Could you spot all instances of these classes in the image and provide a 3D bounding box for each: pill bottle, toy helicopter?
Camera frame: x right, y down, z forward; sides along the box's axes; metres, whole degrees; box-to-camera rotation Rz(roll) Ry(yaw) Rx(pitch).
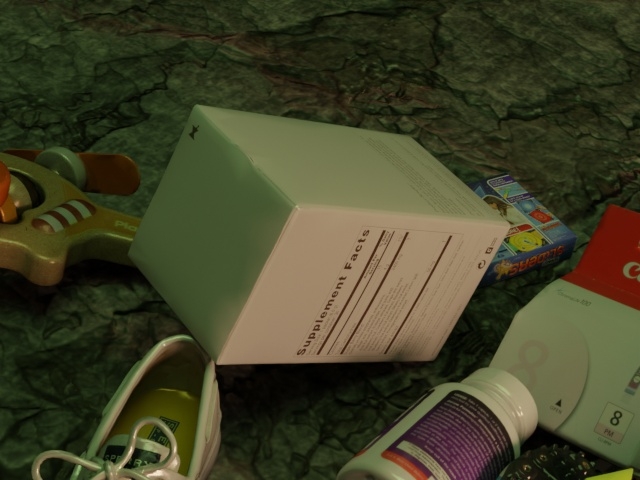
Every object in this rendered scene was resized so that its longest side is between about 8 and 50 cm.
[{"bbox_3d":[0.110,0.194,1.204,0.108,0.108,0.193,31,43,26],"label":"pill bottle"},{"bbox_3d":[-0.248,-0.020,1.422,0.355,0.140,0.235,16,28,-8],"label":"toy helicopter"}]

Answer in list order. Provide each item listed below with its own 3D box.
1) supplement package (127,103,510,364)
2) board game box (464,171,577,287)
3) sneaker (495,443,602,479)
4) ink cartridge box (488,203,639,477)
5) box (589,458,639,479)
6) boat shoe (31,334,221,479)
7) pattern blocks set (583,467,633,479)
[{"bbox_3d":[0.000,0.000,1.300,0.293,0.175,0.177,4,32,-44],"label":"supplement package"},{"bbox_3d":[0.169,-0.007,1.530,0.201,0.035,0.136,-16,44,-28],"label":"board game box"},{"bbox_3d":[0.156,0.256,1.144,0.085,0.086,0.237,43,51,13],"label":"sneaker"},{"bbox_3d":[0.276,0.081,1.270,0.066,0.232,0.189,26,-1,-43],"label":"ink cartridge box"},{"bbox_3d":[0.309,0.240,1.242,0.207,0.036,0.114,-14,43,-26],"label":"box"},{"bbox_3d":[-0.156,0.205,1.097,0.136,0.156,0.367,15,38,9],"label":"boat shoe"},{"bbox_3d":[0.349,0.258,1.117,0.286,0.026,0.324,10,65,-2],"label":"pattern blocks set"}]
